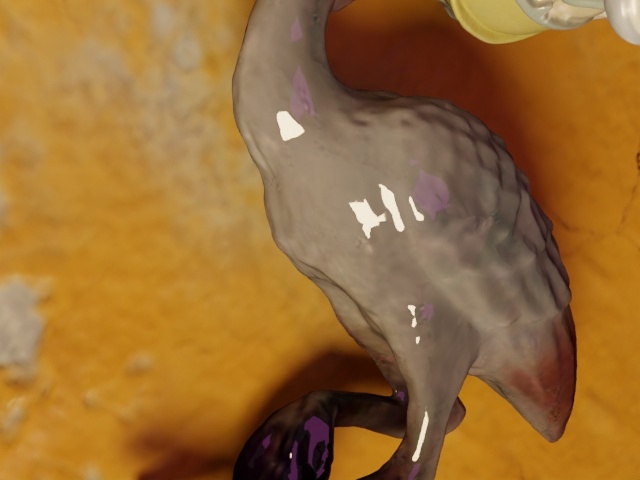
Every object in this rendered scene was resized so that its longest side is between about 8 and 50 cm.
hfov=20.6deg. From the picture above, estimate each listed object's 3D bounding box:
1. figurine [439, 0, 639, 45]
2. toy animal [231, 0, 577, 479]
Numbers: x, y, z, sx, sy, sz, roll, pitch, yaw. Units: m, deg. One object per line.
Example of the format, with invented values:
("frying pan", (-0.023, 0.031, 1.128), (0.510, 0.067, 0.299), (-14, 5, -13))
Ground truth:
("figurine", (0.111, -0.157, 0.652), (0.128, 0.184, 0.208), (38, 40, -40))
("toy animal", (0.019, -0.015, 0.639), (0.195, 0.090, 0.324), (-6, 104, -32))
